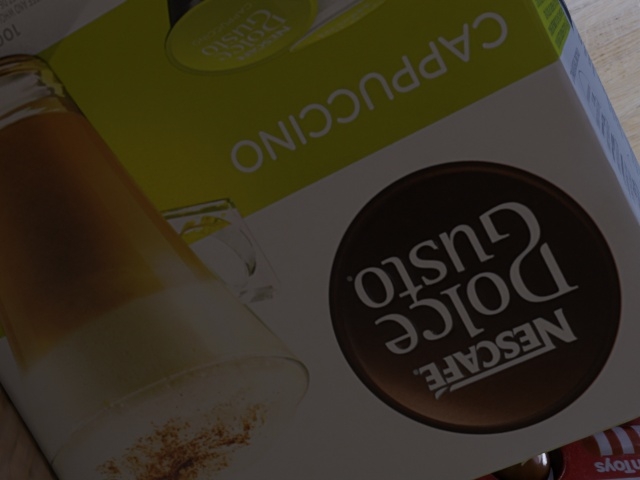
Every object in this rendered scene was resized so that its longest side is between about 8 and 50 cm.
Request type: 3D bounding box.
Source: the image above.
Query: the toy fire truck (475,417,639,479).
[{"bbox_3d":[0.260,0.222,1.147,0.253,0.302,0.169,-105,-159,-45],"label":"toy fire truck"}]

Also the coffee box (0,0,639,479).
[{"bbox_3d":[0.002,-0.047,0.667,0.334,0.338,0.338,62,18,-8],"label":"coffee box"}]

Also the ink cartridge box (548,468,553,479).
[{"bbox_3d":[0.278,0.331,1.336,0.270,0.197,0.198,-91,176,-64],"label":"ink cartridge box"}]
